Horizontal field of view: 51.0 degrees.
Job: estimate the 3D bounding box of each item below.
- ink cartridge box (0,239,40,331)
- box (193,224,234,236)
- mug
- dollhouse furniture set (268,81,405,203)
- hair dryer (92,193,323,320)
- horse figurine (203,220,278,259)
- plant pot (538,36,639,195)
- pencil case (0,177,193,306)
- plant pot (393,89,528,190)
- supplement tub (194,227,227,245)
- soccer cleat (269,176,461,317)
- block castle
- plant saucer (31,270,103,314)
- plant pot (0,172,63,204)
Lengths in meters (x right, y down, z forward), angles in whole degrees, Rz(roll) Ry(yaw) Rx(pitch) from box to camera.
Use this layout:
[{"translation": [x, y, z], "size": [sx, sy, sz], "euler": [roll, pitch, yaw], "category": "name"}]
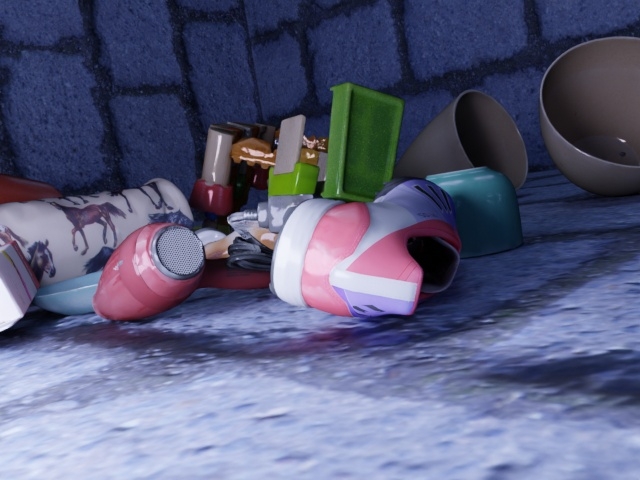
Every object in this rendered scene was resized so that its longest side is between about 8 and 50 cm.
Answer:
[{"translation": [-0.365, 0.062, 0.686], "size": [0.115, 0.067, 0.198], "euler": [-26, 14, -13], "category": "ink cartridge box"}, {"translation": [-0.291, 0.005, 1.426], "size": [0.087, 0.058, 0.232], "euler": [-4, 6, 37], "category": "box"}, {"translation": [0.161, -0.035, 0.817], "size": [0.158, 0.097, 0.129], "euler": [-5, 7, 36], "category": "mug"}, {"translation": [0.100, -0.110, 1.009], "size": [0.302, 0.151, 0.198], "euler": [9, -5, -32], "category": "dollhouse furniture set"}, {"translation": [-0.104, 0.043, 0.669], "size": [0.294, 0.080, 0.223], "euler": [-9, -24, 13], "category": "hair dryer"}, {"translation": [-0.064, 0.012, 0.798], "size": [0.263, 0.066, 0.174], "euler": [-16, -9, 24], "category": "horse figurine"}, {"translation": [0.519, -0.186, 1.181], "size": [0.284, 0.284, 0.191], "euler": [-9, -32, 3], "category": "plant pot"}, {"translation": [-0.379, 0.006, 0.988], "size": [0.184, 0.159, 0.410], "euler": [18, 21, 35], "category": "pencil case"}, {"translation": [0.312, -0.184, 1.628], "size": [0.257, 0.256, 0.274], "euler": [-14, -10, -42], "category": "plant pot"}, {"translation": [-0.161, 0.017, 0.978], "size": [0.071, 0.071, 0.107], "euler": [-10, 5, -10], "category": "supplement tub"}, {"translation": [0.080, 0.007, 0.596], "size": [0.117, 0.108, 0.318], "euler": [17, 14, 25], "category": "soccer cleat"}, {"translation": [-0.077, -0.117, 1.426], "size": [0.303, 0.212, 0.453], "euler": [13, 13, 5], "category": "block castle"}, {"translation": [-0.266, 0.060, 0.838], "size": [0.195, 0.037, 0.195], "euler": [-12, 5, 1], "category": "plant saucer"}, {"translation": [-0.586, -0.010, 1.134], "size": [0.273, 0.272, 0.265], "euler": [-7, -3, 25], "category": "plant pot"}]
